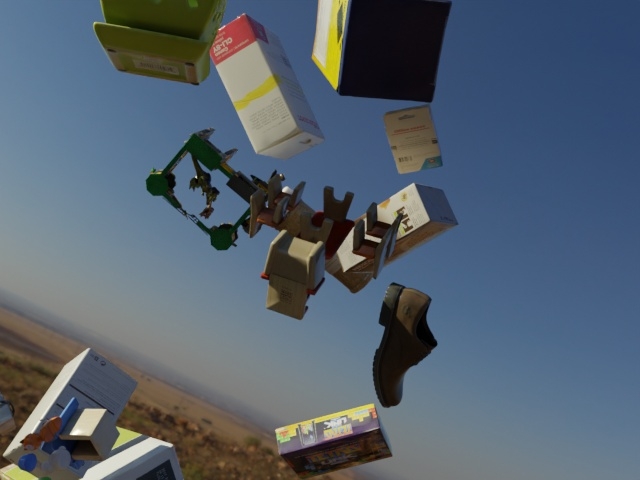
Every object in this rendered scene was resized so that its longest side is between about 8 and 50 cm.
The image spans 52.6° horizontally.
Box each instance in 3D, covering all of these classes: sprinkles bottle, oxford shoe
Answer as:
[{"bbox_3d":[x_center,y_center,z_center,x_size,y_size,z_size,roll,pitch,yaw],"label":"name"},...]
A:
[{"bbox_3d":[0.000,0.000,1.859,0.355,0.121,0.121,39,-17,-7],"label":"sprinkles bottle"},{"bbox_3d":[0.144,0.191,1.100,0.096,0.227,0.083,14,21,21],"label":"oxford shoe"}]

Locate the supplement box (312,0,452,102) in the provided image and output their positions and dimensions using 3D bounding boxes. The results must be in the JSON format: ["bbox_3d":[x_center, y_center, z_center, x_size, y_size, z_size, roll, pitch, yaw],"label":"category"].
[{"bbox_3d":[0.111,-0.434,1.359,0.196,0.194,0.356,2,27,-11],"label":"supplement box"}]

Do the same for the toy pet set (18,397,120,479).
[{"bbox_3d":[-0.253,0.207,0.622,0.065,0.114,0.122,-4,-58,16],"label":"toy pet set"}]

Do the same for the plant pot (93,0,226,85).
[{"bbox_3d":[-0.293,-0.416,1.196,0.229,0.207,0.227,7,-2,-10],"label":"plant pot"}]

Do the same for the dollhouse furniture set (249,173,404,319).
[{"bbox_3d":[-0.012,0.012,1.181,0.262,0.259,0.135,18,-57,14],"label":"dollhouse furniture set"}]

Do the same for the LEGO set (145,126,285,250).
[{"bbox_3d":[-0.278,-0.146,1.737,0.331,0.254,0.192,34,17,-2],"label":"LEGO set"}]

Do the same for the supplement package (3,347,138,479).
[{"bbox_3d":[-0.395,0.283,1.036,0.105,0.179,0.105,42,-47,-18],"label":"supplement package"}]

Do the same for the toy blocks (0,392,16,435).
[{"bbox_3d":[-0.354,0.193,0.424,0.288,0.309,0.260,55,-29,10],"label":"toy blocks"}]

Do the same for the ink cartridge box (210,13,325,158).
[{"bbox_3d":[-0.162,-0.452,1.977,0.384,0.161,0.279,65,15,4],"label":"ink cartridge box"}]

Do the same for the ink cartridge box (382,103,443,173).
[{"bbox_3d":[0.206,-0.238,1.445,0.104,0.060,0.180,-8,-41,15],"label":"ink cartridge box"}]

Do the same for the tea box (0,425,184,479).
[{"bbox_3d":[-0.394,0.549,1.201,0.324,0.220,0.328,-8,-80,49],"label":"tea box"}]

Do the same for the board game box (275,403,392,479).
[{"bbox_3d":[0.027,0.342,1.093,0.171,0.048,0.141,-16,-37,5],"label":"board game box"}]

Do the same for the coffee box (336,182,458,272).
[{"bbox_3d":[0.164,-0.022,1.464,0.247,0.098,0.141,-32,-22,31],"label":"coffee box"}]
